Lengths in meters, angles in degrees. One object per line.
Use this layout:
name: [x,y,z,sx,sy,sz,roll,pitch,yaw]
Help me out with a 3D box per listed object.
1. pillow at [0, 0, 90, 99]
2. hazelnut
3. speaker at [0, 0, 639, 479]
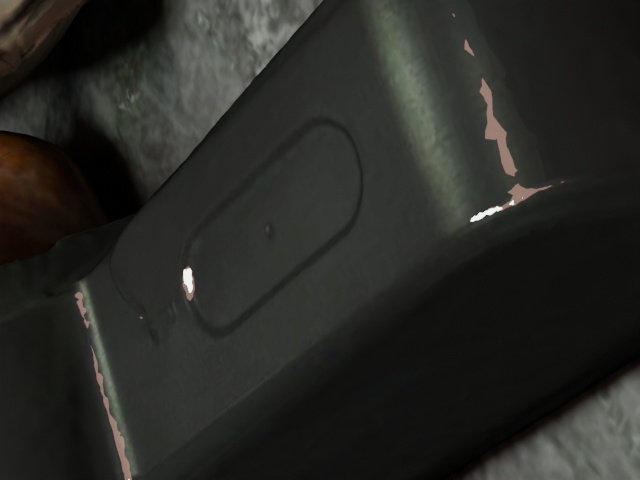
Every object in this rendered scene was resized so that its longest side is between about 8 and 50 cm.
pillow: [-0.203,-0.104,1.059,0.067,0.173,0.270,51,148,-18]
hazelnut: [-0.189,0.032,1.050,0.182,0.182,0.182,14,108,52]
speaker: [0.000,0.000,0.765,0.388,0.184,0.180,-43,62,48]
